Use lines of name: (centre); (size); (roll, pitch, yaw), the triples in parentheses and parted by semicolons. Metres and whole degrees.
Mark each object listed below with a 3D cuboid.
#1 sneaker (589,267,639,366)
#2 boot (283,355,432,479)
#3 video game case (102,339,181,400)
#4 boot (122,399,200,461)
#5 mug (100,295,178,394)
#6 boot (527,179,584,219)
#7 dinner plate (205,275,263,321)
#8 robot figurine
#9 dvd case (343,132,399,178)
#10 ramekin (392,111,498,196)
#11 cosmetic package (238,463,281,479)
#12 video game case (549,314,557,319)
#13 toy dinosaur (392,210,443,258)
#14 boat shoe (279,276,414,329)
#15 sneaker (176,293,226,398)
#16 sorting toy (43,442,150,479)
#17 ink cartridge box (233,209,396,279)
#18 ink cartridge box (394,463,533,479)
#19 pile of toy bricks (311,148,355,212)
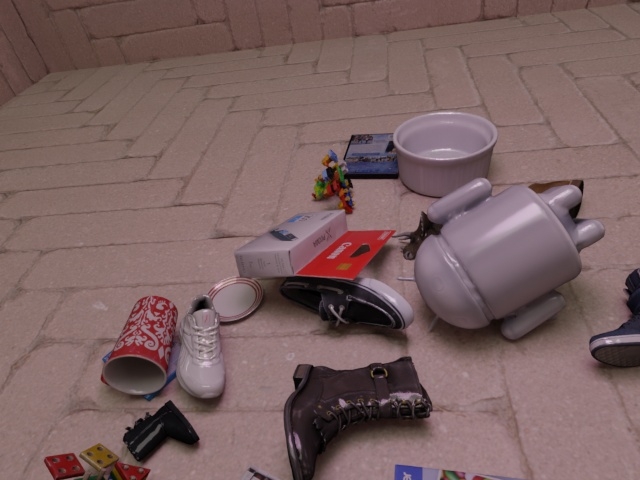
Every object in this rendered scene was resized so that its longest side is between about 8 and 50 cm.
sneaker: (0.557, 0.131, 0.810); (0.226, 0.086, 0.163); (-3, 50, -6)
boot: (0.065, 0.271, 0.737); (0.228, 0.091, 0.263); (-3, 24, 6)
video game case: (-0.356, 0.244, 0.944); (0.166, 0.015, 0.119); (22, 50, 33)
boot: (-0.277, 0.339, 0.788); (0.099, 0.045, 0.121); (-35, 38, -31)
mug: (-0.361, 0.200, 0.901); (0.150, 0.113, 0.169); (-7, 36, 2)
boot: (0.511, -0.057, 1.055); (0.115, 0.112, 0.305); (13, 35, 36)
dinner plate: (-0.198, 0.133, 1.041); (0.141, 0.017, 0.141); (-6, 39, 5)
robot figurine: (0.327, 0.034, 0.857); (0.353, 0.300, 0.200); (-32, -6, 12)
dvd case: (0.166, -0.271, 1.446); (0.180, 0.022, 0.253); (1, 41, 15)
ramekin: (0.344, -0.241, 1.281); (0.277, 0.135, 0.277); (-6, 39, 5)
cosmetic package: (-0.039, 0.390, 0.602); (0.239, 0.060, 0.099); (-1, 37, 43)
video game case: (0.419, 0.113, 0.934); (0.087, 0.011, 0.122); (-3, 40, 9)
toy dinosaur: (0.339, -0.040, 1.053); (0.313, 0.121, 0.160); (-25, 55, -11)
boat shoe: (0.040, 0.126, 0.928); (0.301, 0.108, 0.102); (20, 48, 35)
sneaker: (-0.232, 0.193, 0.885); (0.090, 0.115, 0.232); (1, 35, -26)
sorting toy: (-0.297, 0.378, 0.677); (0.274, 0.132, 0.046); (27, 91, 38)
ink cartridge box: (0.000, 0.000, 1.014); (0.261, 0.066, 0.296); (-2, 18, 27)
ink cartridge box: (0.196, 0.393, 0.581); (0.311, 0.065, 0.186); (-1, 27, 14)
pile of toy bricks: (0.020, -0.157, 1.293); (0.105, 0.118, 0.212); (-33, 43, 24)
